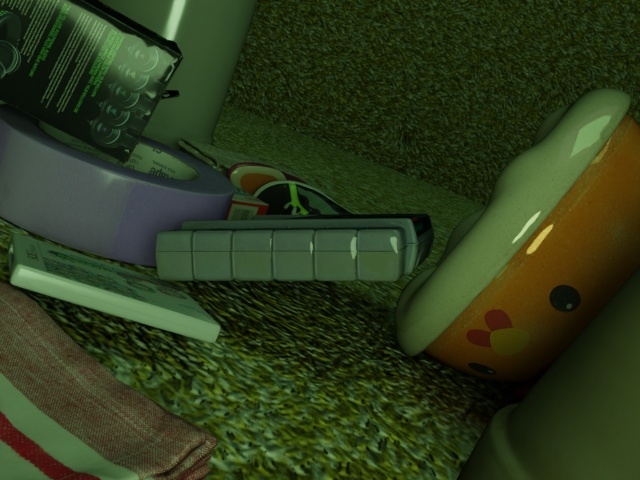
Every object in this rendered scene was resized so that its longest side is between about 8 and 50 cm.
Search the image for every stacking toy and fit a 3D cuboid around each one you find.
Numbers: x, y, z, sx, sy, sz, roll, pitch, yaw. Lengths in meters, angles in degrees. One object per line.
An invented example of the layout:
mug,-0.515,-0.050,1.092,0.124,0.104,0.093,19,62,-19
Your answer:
stacking toy,0.351,0.107,0.777,0.480,0.350,0.350,39,14,8

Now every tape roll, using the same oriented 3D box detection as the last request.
tape roll,-0.241,-0.066,0.861,0.275,0.090,0.275,21,12,-5

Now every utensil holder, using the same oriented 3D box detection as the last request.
utensil holder,-0.320,-0.417,1.576,0.328,0.385,0.327,22,11,-4

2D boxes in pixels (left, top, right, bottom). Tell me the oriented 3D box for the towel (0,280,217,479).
towel,-0.232,0.080,0.352,0.237,0.037,0.329,27,13,28

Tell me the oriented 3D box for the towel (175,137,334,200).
towel,-0.127,-0.128,1.448,0.282,0.049,0.187,11,16,-42

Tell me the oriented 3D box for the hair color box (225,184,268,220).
hair color box,-0.166,-0.065,1.081,0.167,0.053,0.093,29,14,35

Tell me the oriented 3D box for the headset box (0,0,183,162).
headset box,-0.292,-0.216,0.833,0.283,0.131,0.246,28,9,-18

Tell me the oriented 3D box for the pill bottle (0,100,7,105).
pill bottle,-0.448,-0.176,0.927,0.112,0.112,0.187,13,15,-36

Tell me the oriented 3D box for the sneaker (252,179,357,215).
sneaker,0.005,-0.022,1.118,0.235,0.084,0.097,22,13,-1

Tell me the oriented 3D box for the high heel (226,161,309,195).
high heel,-0.089,-0.095,1.263,0.244,0.082,0.117,14,21,-49

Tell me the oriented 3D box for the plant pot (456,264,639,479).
plant pot,0.288,0.125,0.489,0.323,0.280,0.323,21,13,-5

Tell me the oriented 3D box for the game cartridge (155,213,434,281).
game cartridge,0.000,0.000,0.820,0.230,0.068,0.355,-5,2,12

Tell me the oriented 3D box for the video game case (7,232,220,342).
video game case,-0.172,0.037,0.615,0.157,0.019,0.143,21,0,-25
